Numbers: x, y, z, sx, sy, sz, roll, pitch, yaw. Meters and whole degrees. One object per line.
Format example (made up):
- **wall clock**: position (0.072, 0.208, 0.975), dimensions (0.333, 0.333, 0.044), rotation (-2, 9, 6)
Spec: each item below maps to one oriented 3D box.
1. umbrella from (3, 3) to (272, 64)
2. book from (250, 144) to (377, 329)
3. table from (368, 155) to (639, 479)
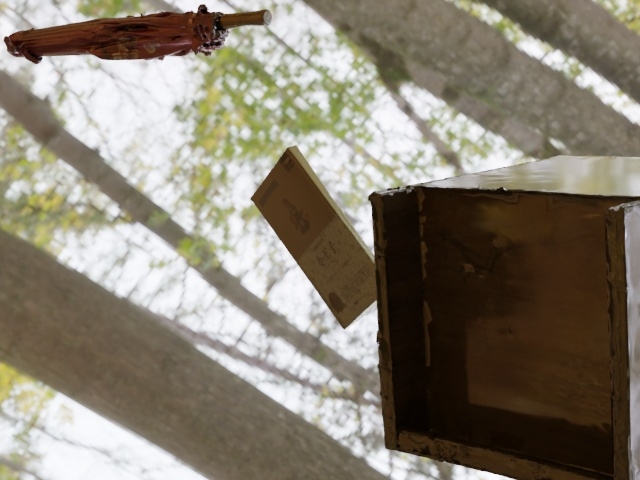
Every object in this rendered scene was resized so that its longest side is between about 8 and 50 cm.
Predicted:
- **umbrella**: position (-0.090, -0.095, 0.547), dimensions (0.165, 0.025, 0.027), rotation (3, -139, 35)
- **book**: position (0.000, 0.000, 1.347), dimensions (0.016, 0.199, 0.138), rotation (-31, 171, -32)
- **table**: position (0.157, 0.046, 0.683), dimensions (0.169, 0.193, 0.172), rotation (5, -77, 44)
